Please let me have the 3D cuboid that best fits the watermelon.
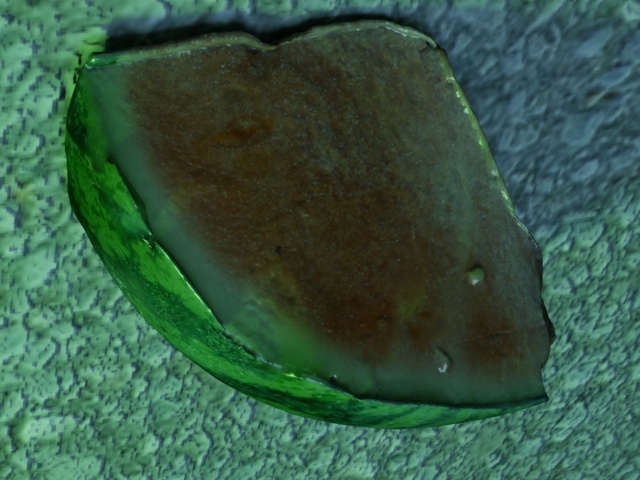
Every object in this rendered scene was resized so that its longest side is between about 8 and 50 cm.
[{"bbox_3d":[0.009,0.032,1.236,0.292,0.222,0.319,-16,143,-21],"label":"watermelon"}]
